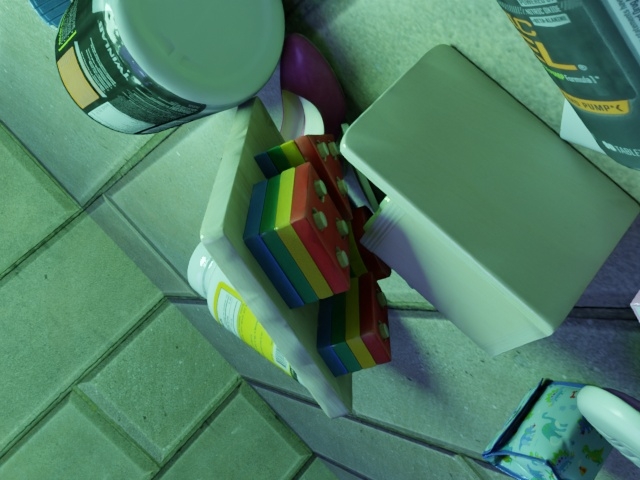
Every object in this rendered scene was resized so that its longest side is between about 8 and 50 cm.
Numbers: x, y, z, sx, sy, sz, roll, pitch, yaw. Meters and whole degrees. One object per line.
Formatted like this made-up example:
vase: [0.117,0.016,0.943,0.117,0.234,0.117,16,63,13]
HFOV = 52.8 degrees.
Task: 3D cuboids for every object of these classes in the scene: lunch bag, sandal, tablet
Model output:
lunch bag: [0.297,0.255,0.855,0.096,0.129,0.151,49,159,-9]
sandal: [0.430,0.243,0.666,0.416,0.102,0.169,36,175,-15]
tablet: [0.235,-0.088,0.520,0.083,0.006,0.054,30,154,31]

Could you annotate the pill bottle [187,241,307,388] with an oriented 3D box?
pill bottle: [-0.077,0.107,1.153,0.334,0.188,0.187,30,154,31]

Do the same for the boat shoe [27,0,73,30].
boat shoe: [-0.462,-0.421,1.048,0.183,0.066,0.066,61,159,-14]

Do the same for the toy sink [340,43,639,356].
toy sink: [0.134,-0.033,0.598,0.234,0.153,0.131,41,158,4]

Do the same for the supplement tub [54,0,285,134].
supplement tub: [-0.194,-0.228,0.755,0.193,0.193,0.316,54,156,-23]

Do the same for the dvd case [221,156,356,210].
dvd case: [-0.046,-0.075,0.997,0.180,0.022,0.253,52,156,-20]

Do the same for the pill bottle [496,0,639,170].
pill bottle: [0.148,-0.152,0.317,0.246,0.130,0.130,39,163,-32]

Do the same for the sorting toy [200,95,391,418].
sorting toy: [0.000,0.000,0.672,0.090,0.255,0.257,-20,124,17]

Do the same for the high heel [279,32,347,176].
high heel: [-0.032,-0.121,0.766,0.082,0.117,0.244,35,156,24]

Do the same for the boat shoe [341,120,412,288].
boat shoe: [0.093,-0.048,0.755,0.081,0.069,0.227,-93,-22,-60]

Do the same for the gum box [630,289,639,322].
gum box: [0.332,0.036,0.439,0.062,0.107,0.188,53,156,-21]
